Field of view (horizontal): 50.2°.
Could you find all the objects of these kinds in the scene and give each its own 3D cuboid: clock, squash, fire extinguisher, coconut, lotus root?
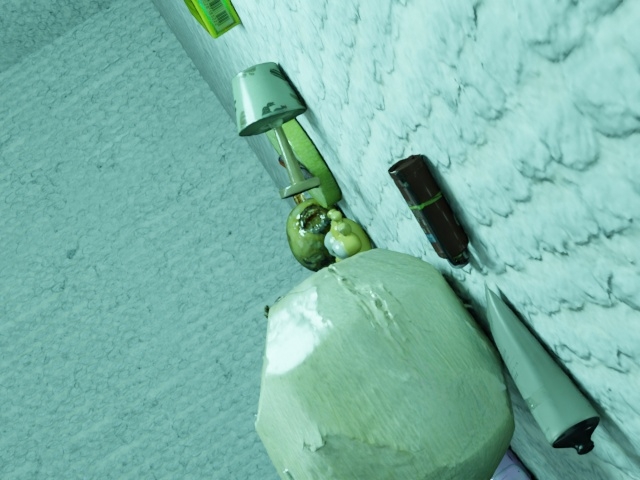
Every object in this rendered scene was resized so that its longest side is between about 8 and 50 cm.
[{"bbox_3d":[0.382,0.497,1.402,0.227,0.090,0.248,57,175,-15],"label":"clock"},{"bbox_3d":[-0.042,-0.171,1.406,0.252,0.049,0.252,55,175,8],"label":"squash"},{"bbox_3d":[0.116,-0.024,0.686,0.132,0.039,0.056,58,-153,-15],"label":"fire extinguisher"},{"bbox_3d":[0.083,0.211,0.901,0.360,0.346,0.346,57,177,13],"label":"coconut"},{"bbox_3d":[-0.002,-0.001,1.603,0.154,0.154,0.278,55,177,25],"label":"lotus root"}]

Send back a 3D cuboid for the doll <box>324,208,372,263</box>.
[{"bbox_3d":[0.092,0.064,1.398,0.291,0.086,0.117,58,173,-16],"label":"doll"}]

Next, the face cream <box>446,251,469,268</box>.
[{"bbox_3d":[0.132,-0.008,0.743,0.083,0.021,0.040,57,178,-9],"label":"face cream"}]

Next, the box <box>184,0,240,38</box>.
[{"bbox_3d":[-0.230,-0.470,1.166,0.141,0.064,0.220,54,174,45],"label":"box"}]

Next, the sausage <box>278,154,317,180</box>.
[{"bbox_3d":[-0.044,-0.135,1.306,0.028,0.025,0.198,21,-168,-28],"label":"sausage"}]

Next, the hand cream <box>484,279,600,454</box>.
[{"bbox_3d":[0.215,0.130,0.690,0.186,0.054,0.087,62,177,39],"label":"hand cream"}]

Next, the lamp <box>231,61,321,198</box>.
[{"bbox_3d":[-0.072,-0.178,1.122,0.121,0.121,0.214,-174,63,-85],"label":"lamp"}]

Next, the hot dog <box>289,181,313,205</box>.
[{"bbox_3d":[-0.032,-0.093,1.944,0.192,0.053,0.099,58,180,8],"label":"hot dog"}]
